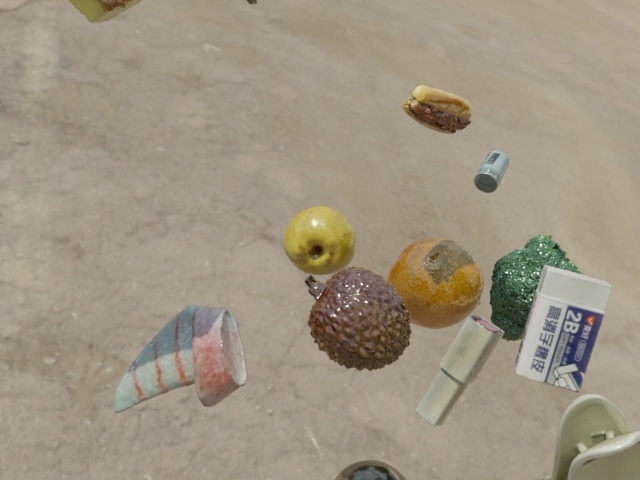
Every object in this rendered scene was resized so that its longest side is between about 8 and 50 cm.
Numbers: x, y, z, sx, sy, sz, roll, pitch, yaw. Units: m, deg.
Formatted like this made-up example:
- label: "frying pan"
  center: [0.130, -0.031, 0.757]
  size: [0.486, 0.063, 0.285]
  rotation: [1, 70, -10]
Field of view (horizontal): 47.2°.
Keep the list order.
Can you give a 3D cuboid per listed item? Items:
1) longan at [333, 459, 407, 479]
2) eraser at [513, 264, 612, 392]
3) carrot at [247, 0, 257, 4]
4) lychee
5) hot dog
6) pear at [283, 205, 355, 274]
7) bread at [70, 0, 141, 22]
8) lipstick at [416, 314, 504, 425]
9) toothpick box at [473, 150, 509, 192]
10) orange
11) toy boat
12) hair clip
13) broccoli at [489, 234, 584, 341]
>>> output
- label: "longan"
  center: [0.107, 0.572, 1.568]
  size: [0.196, 0.196, 0.220]
  rotation: [17, 12, -9]
- label: "eraser"
  center: [0.450, 0.164, 1.370]
  size: [0.124, 0.210, 0.068]
  rotation: [16, 9, 9]
- label: "carrot"
  center: [-0.211, -0.630, 1.501]
  size: [0.069, 0.336, 0.069]
  rotation: [-18, 41, 16]
- label: "lychee"
  center: [0.065, 0.147, 1.426]
  size: [0.238, 0.200, 0.200]
  rotation: [33, 30, 8]
- label: "hot dog"
  center: [0.294, -0.307, 1.762]
  size: [0.249, 0.102, 0.076]
  rotation: [7, 41, -50]
- label: "pear"
  center: [0.000, 0.000, 2.103]
  size: [0.209, 0.209, 0.209]
  rotation: [17, 29, -10]
- label: "bread"
  center: [-0.416, -0.494, 1.112]
  size: [0.361, 0.077, 0.138]
  rotation: [48, 39, -14]
- label: "lipstick"
  center: [0.303, 0.287, 1.607]
  size: [0.077, 0.253, 0.079]
  rotation: [36, 16, 32]
- label: "toothpick box"
  center: [0.357, -0.144, 1.523]
  size: [0.052, 0.052, 0.083]
  rotation: [28, 52, 10]
- label: "orange"
  center: [0.317, 0.119, 1.999]
  size: [0.264, 0.264, 0.264]
  rotation: [17, 29, -10]
- label: "toy boat"
  center: [-0.286, 0.242, 1.411]
  size: [0.096, 0.282, 0.206]
  rotation: [33, 36, -61]
- label: "hair clip"
  center: [0.441, 0.346, 1.153]
  size: [0.172, 0.282, 0.113]
  rotation: [-20, 44, -1]
- label: "broccoli"
  center: [0.537, 0.137, 1.778]
  size: [0.269, 0.269, 0.254]
  rotation: [7, 44, -26]
